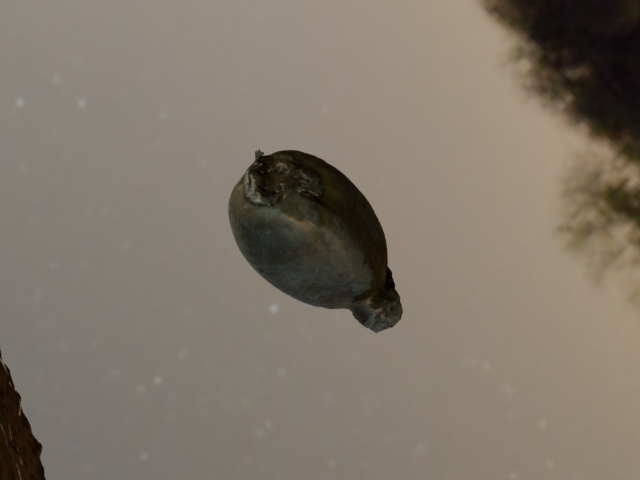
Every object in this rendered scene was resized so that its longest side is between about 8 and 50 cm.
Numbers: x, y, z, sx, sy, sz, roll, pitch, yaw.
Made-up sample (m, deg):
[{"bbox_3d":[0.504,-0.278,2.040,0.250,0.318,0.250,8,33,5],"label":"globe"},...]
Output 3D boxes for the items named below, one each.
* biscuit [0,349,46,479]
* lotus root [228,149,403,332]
[{"bbox_3d":[-0.161,0.025,0.710,0.237,0.013,0.232,-83,-26,-81],"label":"biscuit"},{"bbox_3d":[-0.002,-0.001,1.245,0.165,0.088,0.088,44,-171,-37],"label":"lotus root"}]
